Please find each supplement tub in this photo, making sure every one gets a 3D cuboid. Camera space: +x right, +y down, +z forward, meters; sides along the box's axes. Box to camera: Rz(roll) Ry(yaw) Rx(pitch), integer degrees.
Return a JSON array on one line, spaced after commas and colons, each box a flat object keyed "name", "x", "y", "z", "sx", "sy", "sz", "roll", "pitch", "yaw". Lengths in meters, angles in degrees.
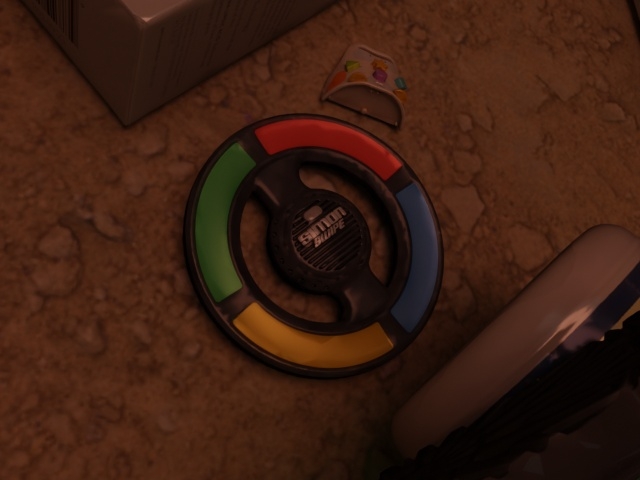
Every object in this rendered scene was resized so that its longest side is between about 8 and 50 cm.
[{"name": "supplement tub", "x": 0.235, "y": 0.174, "z": 0.504, "sx": 0.235, "sy": 0.235, "sz": 0.325, "roll": -37, "pitch": 75, "yaw": -26}]

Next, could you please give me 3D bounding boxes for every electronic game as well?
[{"name": "electronic game", "x": 0.000, "y": 0.000, "z": 0.606, "sx": 0.229, "sy": 0.048, "sz": 0.229, "roll": 6, "pitch": 72, "yaw": -18}]

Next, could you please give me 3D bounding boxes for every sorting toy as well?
[{"name": "sorting toy", "x": 0.049, "y": -0.155, "z": 0.684, "sx": 0.083, "sy": 0.045, "sz": 0.075, "roll": 18, "pitch": 49, "yaw": -15}]

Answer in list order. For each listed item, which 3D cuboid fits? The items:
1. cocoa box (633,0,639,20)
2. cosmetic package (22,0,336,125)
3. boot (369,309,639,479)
[{"name": "cocoa box", "x": 0.508, "y": -0.308, "z": 0.793, "sx": 0.227, "sy": 0.231, "sz": 0.347, "roll": -5, "pitch": 76, "yaw": -23}, {"name": "cosmetic package", "x": -0.070, "y": -0.296, "z": 0.614, "sx": 0.385, "sy": 0.156, "sz": 0.217, "roll": -41, "pitch": 89, "yaw": -25}, {"name": "boot", "x": 0.174, "y": 0.304, "z": 0.342, "sx": 0.445, "sy": 0.367, "sz": 0.146, "roll": 54, "pitch": 20, "yaw": 6}]
